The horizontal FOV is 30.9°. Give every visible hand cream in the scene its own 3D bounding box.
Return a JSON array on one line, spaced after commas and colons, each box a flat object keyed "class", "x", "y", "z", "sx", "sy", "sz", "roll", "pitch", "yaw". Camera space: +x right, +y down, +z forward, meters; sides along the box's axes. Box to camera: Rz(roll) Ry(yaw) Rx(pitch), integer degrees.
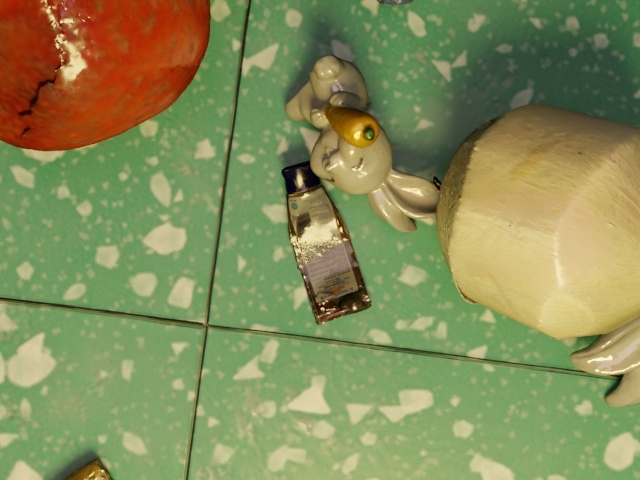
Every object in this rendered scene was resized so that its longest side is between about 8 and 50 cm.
[{"class": "hand cream", "x": 0.000, "y": 0.000, "z": 1.181, "sx": 0.062, "sy": 0.039, "sz": 0.163, "roll": -17, "pitch": 93, "yaw": -4}]

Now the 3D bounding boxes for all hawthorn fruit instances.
[{"class": "hawthorn fruit", "x": -0.207, "y": -0.223, "z": 1.087, "sx": 0.307, "sy": 0.276, "sz": 0.276, "roll": -8, "pitch": 87, "yaw": -30}]

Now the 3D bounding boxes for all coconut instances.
[{"class": "coconut", "x": 0.235, "y": -0.013, "z": 1.084, "sx": 0.234, "sy": 0.224, "sz": 0.224, "roll": 13, "pitch": 86, "yaw": 27}]

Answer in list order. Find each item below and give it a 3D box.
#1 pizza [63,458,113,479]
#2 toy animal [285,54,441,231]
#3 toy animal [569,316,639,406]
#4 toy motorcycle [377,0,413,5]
[{"class": "pizza", "x": -0.228, "y": 0.329, "z": 1.133, "sx": 0.188, "sy": 0.080, "sz": 0.204, "roll": 27, "pitch": 85, "yaw": 0}, {"class": "toy animal", "x": 0.050, "y": -0.092, "z": 1.140, "sx": 0.127, "sy": 0.131, "sz": 0.181, "roll": -12, "pitch": 70, "yaw": -37}, {"class": "toy animal", "x": 0.361, "y": 0.077, "z": 1.140, "sx": 0.104, "sy": 0.131, "sz": 0.221, "roll": 35, "pitch": 87, "yaw": -42}, {"class": "toy motorcycle", "x": 0.007, "y": -0.292, "z": 1.158, "sx": 0.205, "sy": 0.114, "sz": 0.076, "roll": 15, "pitch": 72, "yaw": -5}]
